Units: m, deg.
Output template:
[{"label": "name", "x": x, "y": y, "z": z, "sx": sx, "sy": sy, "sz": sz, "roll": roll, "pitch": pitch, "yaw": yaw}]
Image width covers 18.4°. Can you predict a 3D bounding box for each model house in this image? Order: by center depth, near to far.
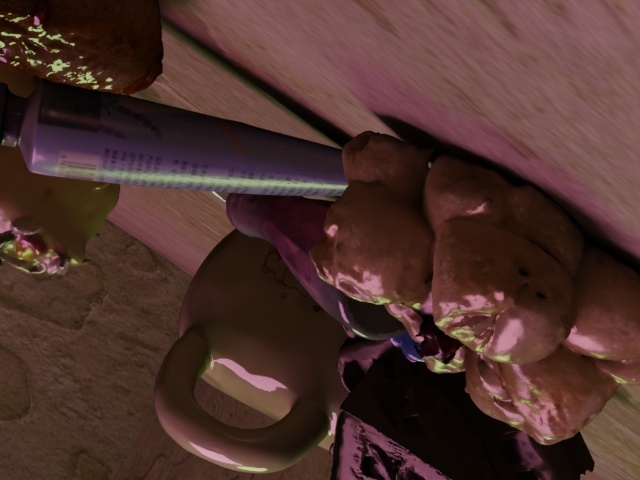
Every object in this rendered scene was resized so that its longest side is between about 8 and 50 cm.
[{"label": "model house", "x": 0.100, "y": 0.125, "z": 1.677, "sx": 0.204, "sy": 0.211, "sz": 0.243, "roll": -20, "pitch": 106, "yaw": 31}]

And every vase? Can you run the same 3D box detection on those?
[{"label": "vase", "x": 0.000, "y": 0.000, "z": 1.499, "sx": 0.086, "sy": 0.086, "sz": 0.214, "roll": 35, "pitch": 179, "yaw": -35}]

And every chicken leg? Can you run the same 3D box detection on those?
[{"label": "chicken leg", "x": -0.172, "y": -0.125, "z": 1.070, "sx": 0.177, "sy": 0.083, "sz": 0.322, "roll": 3, "pitch": -175, "yaw": -17}]

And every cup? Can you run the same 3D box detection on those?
[{"label": "cup", "x": -0.040, "y": 0.119, "z": 1.859, "sx": 0.202, "sy": 0.255, "sz": 0.173, "roll": 29, "pitch": 160, "yaw": 19}]

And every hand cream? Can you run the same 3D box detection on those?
[{"label": "hand cream", "x": -0.070, "y": -0.053, "z": 1.215, "sx": 0.271, "sy": 0.058, "sz": 0.091, "roll": 9, "pitch": 176, "yaw": -10}]

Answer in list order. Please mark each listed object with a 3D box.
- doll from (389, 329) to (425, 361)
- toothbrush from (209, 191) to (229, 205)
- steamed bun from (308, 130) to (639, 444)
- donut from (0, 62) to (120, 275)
[{"label": "doll", "x": 0.100, "y": 0.070, "z": 1.507, "sx": 0.110, "sy": 0.067, "sz": 0.206, "roll": 8, "pitch": -172, "yaw": 5}, {"label": "toothbrush", "x": -0.153, "y": -0.098, "z": 1.725, "sx": 0.304, "sy": 0.030, "sz": 0.030, "roll": 37, "pitch": 173, "yaw": -38}, {"label": "steamed bun", "x": 0.094, "y": 0.034, "z": 1.064, "sx": 0.192, "sy": 0.106, "sz": 0.177, "roll": 26, "pitch": 174, "yaw": 40}, {"label": "donut", "x": -0.321, "y": -0.118, "z": 1.708, "sx": 0.307, "sy": 0.150, "sz": 0.371, "roll": 40, "pitch": 178, "yaw": -18}]
